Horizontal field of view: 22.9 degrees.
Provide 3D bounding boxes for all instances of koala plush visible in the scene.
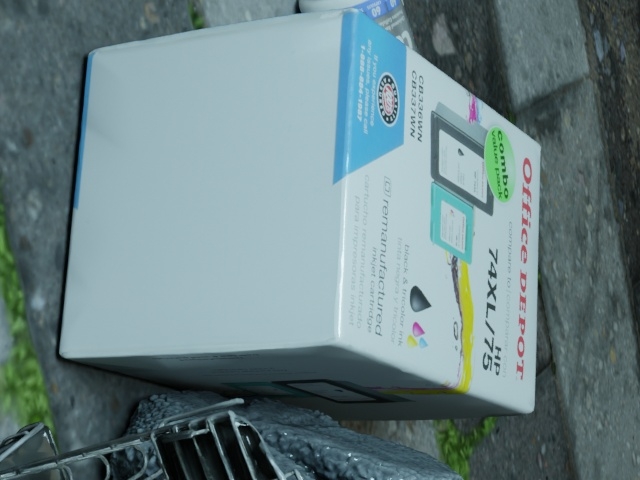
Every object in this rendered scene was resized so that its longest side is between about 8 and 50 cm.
[{"bbox_3d":[-0.050,0.220,0.954,0.196,0.203,0.221,0,106,-51],"label":"koala plush"}]

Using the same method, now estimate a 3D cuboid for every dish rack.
[{"bbox_3d":[-0.074,0.181,0.774,0.074,0.271,0.208,-20,90,-47],"label":"dish rack"}]

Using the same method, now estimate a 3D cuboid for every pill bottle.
[{"bbox_3d":[0.039,-0.135,1.219,0.078,0.078,0.137,-49,126,-51],"label":"pill bottle"}]

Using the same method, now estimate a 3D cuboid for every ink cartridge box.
[{"bbox_3d":[0.000,0.000,1.012,0.270,0.197,0.198,24,65,-56],"label":"ink cartridge box"}]
